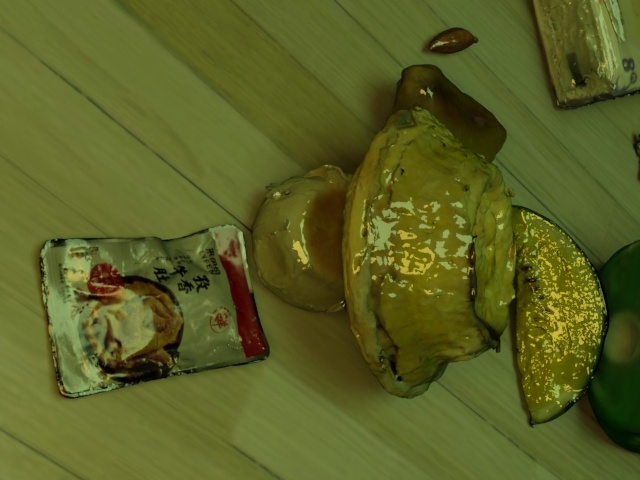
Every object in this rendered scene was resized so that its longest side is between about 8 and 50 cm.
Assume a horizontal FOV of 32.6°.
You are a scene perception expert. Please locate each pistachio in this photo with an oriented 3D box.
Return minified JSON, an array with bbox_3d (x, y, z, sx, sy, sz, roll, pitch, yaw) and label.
[{"bbox_3d":[0.151,-0.147,1.377,0.189,0.100,0.110,29,86,-41],"label":"pistachio"}]

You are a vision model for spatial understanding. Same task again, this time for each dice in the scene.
[{"bbox_3d":[0.558,0.149,1.513,0.297,0.300,0.287,12,70,-36],"label":"dice"}]

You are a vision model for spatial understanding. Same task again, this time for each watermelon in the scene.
[{"bbox_3d":[0.313,0.097,1.473,0.129,0.123,0.301,-5,83,-7],"label":"watermelon"}]

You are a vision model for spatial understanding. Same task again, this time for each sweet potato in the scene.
[{"bbox_3d":[0.176,-0.267,1.461,0.095,0.034,0.034,-17,91,-41],"label":"sweet potato"}]

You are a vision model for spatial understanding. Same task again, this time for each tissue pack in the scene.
[{"bbox_3d":[0.472,-0.338,1.657,0.344,0.125,0.242,-14,90,-38],"label":"tissue pack"}]

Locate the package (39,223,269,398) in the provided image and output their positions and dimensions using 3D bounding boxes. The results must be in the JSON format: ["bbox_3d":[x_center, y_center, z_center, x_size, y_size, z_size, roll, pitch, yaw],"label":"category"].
[{"bbox_3d":[-0.166,0.065,1.113,0.239,0.030,0.154,-7,83,-39],"label":"package"}]

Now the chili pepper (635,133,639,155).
[{"bbox_3d":[0.506,-0.133,1.707,0.027,0.022,0.083,1,84,-40],"label":"chili pepper"}]

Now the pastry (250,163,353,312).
[{"bbox_3d":[0.000,0.000,1.225,0.166,0.088,0.165,8,77,-38],"label":"pastry"}]

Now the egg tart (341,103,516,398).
[{"bbox_3d":[0.141,0.014,1.234,0.345,0.132,0.345,1,90,-66],"label":"egg tart"}]
